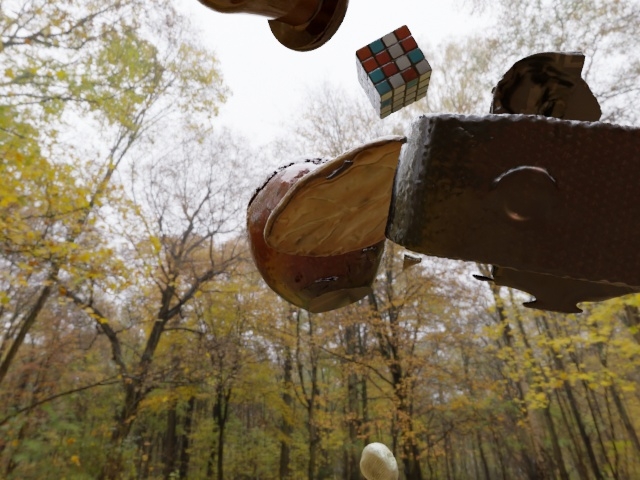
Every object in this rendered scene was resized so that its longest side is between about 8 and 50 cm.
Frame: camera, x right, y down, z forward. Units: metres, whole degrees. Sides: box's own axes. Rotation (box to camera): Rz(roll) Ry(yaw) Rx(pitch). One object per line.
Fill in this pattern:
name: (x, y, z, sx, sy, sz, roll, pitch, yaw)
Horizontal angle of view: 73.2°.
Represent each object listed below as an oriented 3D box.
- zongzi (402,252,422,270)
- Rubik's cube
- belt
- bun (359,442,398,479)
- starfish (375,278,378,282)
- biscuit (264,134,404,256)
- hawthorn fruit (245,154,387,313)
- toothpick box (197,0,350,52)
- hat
zongzi: (0.369, 0.098, 1.749, 0.076, 0.083, 0.040, 21, 18, 38)
Rubik's cube: (0.198, -0.455, 1.182, 0.155, 0.151, 0.154, -28, -10, 4)
belt: (0.206, -0.019, 0.383, 0.289, 0.164, 0.184, 10, 6, 13)
bun: (0.161, 0.594, 1.141, 0.069, 0.115, 0.115, -8, -17, -46)
starfish: (0.162, 0.115, 1.858, 0.209, 0.053, 0.150, 35, -44, 19)
biscuit: (0.041, -0.051, 0.614, 0.260, 0.041, 0.203, -23, -34, -3)
hawthorn fruit: (-0.004, -0.006, 0.842, 0.316, 0.316, 0.316, -2, -29, -1)
toothpick box: (-0.077, -0.441, 0.731, 0.192, 0.192, 0.294, -26, -9, 37)
hat: (0.691, -0.374, 1.360, 0.381, 0.257, 0.366, 11, -66, -57)
